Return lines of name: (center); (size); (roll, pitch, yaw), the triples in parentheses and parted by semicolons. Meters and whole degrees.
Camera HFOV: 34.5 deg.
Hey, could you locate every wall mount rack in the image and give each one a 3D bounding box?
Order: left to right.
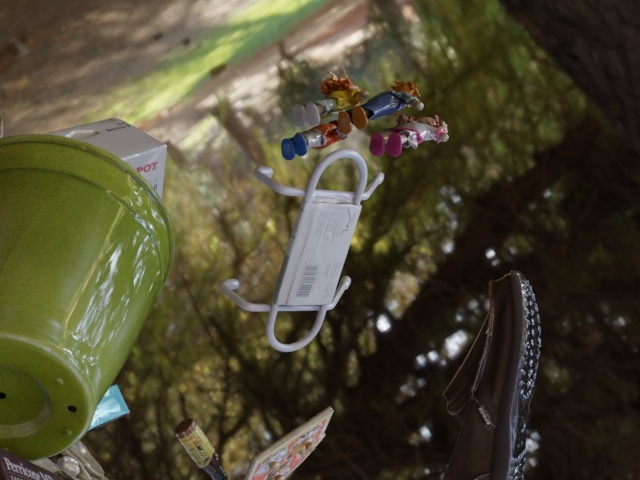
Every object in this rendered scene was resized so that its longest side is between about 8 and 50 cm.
wall mount rack: (0.000, 0.000, 1.686); (0.304, 0.350, 0.130); (2, -156, -42)

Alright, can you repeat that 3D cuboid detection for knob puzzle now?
knob puzzle: (-0.059, 0.378, 1.732); (0.213, 0.030, 0.213); (-37, 157, -18)

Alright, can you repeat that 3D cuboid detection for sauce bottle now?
sauce bottle: (-0.196, 0.357, 1.729); (0.042, 0.128, 0.042); (-29, -161, 11)

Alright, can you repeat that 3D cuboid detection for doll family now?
doll family: (0.067, -0.197, 1.543); (0.263, 0.118, 0.163); (3, -160, 35)

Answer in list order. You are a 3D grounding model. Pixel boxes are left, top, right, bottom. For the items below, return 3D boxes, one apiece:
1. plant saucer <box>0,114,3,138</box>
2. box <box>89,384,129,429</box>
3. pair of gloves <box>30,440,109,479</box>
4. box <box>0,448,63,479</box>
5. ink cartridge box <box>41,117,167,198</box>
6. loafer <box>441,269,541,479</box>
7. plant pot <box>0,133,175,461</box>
plant saucer: (-0.609, -0.173, 1.718); (0.168, 0.168, 0.029); (-32, 157, 8)
box: (-0.456, 0.328, 1.827); (0.100, 0.060, 0.244); (-30, 173, 26)
pair of gloves: (-0.382, 0.358, 1.591); (0.042, 0.204, 0.240); (-51, 167, -2)
box: (-0.333, 0.452, 1.208); (0.143, 0.381, 0.191); (-32, 154, -2)
ink cartridge box: (-0.361, -0.020, 1.585); (0.121, 0.289, 0.211); (28, -147, 29)
loafer: (0.239, 0.221, 1.512); (0.130, 0.366, 0.134); (6, 172, 22)
plant pot: (-0.401, 0.098, 1.421); (0.366, 0.366, 0.353); (-30, -149, 19)
